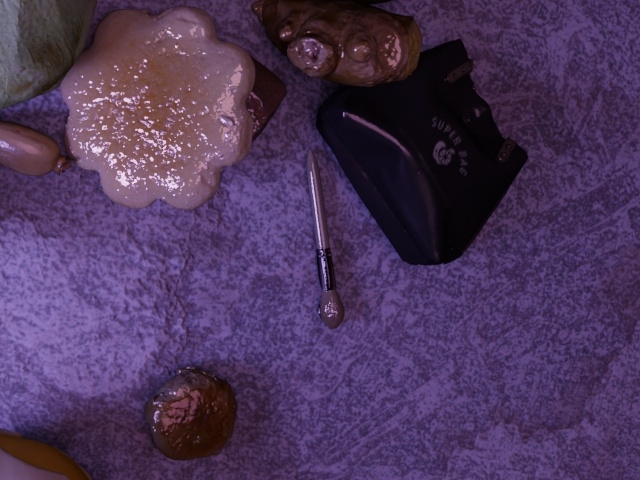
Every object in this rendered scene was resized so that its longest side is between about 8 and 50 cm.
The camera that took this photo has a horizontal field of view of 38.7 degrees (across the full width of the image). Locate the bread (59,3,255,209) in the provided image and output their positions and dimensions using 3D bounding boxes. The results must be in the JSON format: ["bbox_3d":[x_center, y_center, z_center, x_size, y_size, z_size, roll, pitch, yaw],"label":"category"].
[{"bbox_3d":[-0.242,-0.193,1.326,0.315,0.054,0.316,1,97,9],"label":"bread"}]

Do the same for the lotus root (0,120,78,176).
[{"bbox_3d":[-0.431,-0.131,1.325,0.150,0.062,0.073,23,129,-13],"label":"lotus root"}]

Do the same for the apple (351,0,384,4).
[{"bbox_3d":[0.082,-0.504,1.356,0.257,0.233,0.295,15,93,-14],"label":"apple"}]

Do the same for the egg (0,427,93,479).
[{"bbox_3d":[-0.431,0.443,1.291,0.283,0.283,0.345,-37,111,-10],"label":"egg"}]

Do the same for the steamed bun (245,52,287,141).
[{"bbox_3d":[-0.147,-0.206,1.388,0.145,0.106,0.175,39,88,-15],"label":"steamed bun"}]

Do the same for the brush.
[{"bbox_3d":[0.000,0.000,1.504,0.039,0.042,0.299,-13,98,-30],"label":"brush"}]

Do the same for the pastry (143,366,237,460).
[{"bbox_3d":[-0.203,0.277,1.446,0.153,0.081,0.153,-1,93,-18],"label":"pastry"}]

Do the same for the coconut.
[{"bbox_3d":[-0.450,-0.298,1.190,0.281,0.328,0.328,40,83,16],"label":"coconut"}]

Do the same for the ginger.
[{"bbox_3d":[0.011,-0.302,1.384,0.270,0.219,0.123,10,115,21],"label":"ginger"}]

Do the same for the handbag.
[{"bbox_3d":[0.189,-0.152,1.492,0.288,0.152,0.342,-41,108,-21],"label":"handbag"}]
